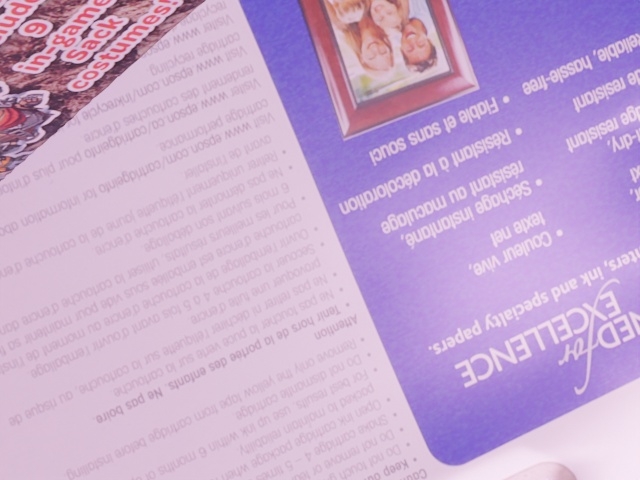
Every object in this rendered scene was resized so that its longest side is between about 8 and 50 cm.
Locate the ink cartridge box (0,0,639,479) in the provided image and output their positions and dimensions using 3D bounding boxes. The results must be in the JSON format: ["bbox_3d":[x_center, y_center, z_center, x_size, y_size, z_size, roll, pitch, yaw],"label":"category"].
[{"bbox_3d":[0.000,0.000,0.581,0.303,0.072,0.307,-24,96,-13],"label":"ink cartridge box"}]

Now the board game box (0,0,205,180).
[{"bbox_3d":[-0.195,-0.148,0.383,0.291,0.141,0.232,6,59,-45],"label":"board game box"}]
